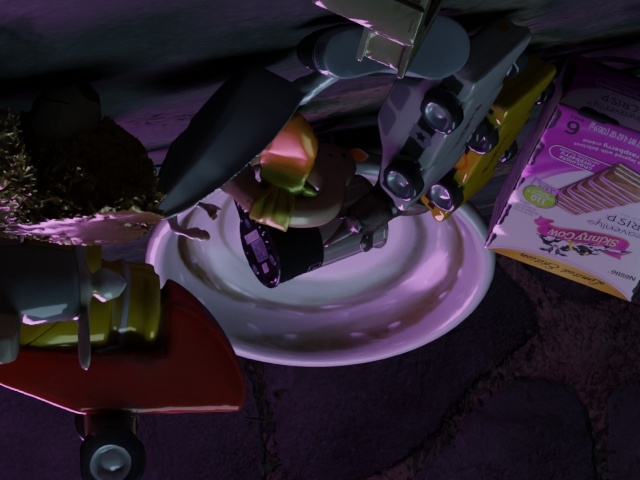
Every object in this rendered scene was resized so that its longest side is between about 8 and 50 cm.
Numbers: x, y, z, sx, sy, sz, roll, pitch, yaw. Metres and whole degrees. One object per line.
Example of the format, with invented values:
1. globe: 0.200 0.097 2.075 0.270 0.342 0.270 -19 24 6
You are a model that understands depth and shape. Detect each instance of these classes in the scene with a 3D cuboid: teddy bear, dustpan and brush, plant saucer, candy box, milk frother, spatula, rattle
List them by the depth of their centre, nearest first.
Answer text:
1. teddy bear: -0.280 -0.059 1.319 0.338 0.113 0.245 -3 169 -3
2. dustpan and brush: -0.041 -0.101 1.423 0.211 0.060 0.147 -47 -165 26
3. spatula: 0.262 -0.162 1.749 0.296 0.030 0.084 -11 176 4
4. candy box: 0.265 -0.054 1.759 0.159 0.071 0.233 20 144 0
5. rattle: -0.006 -0.105 1.856 0.130 0.142 0.200 25 -144 33
6. milk frother: -0.024 -0.040 1.955 0.135 0.143 0.129 -20 -166 -25
7. plant saucer: 0.000 0.000 2.162 0.400 0.100 0.400 0 143 0

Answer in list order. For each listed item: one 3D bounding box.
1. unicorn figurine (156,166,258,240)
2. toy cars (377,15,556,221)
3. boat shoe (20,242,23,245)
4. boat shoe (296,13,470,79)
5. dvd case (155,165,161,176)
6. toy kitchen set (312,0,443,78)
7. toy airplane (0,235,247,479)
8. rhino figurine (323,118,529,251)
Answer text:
1. unicorn figurine: -0.141 -0.051 1.864 0.111 0.060 0.162 30 -153 19
2. toy cars: 0.111 -0.111 1.593 0.176 0.087 0.394 -49 169 6
3. boat shoe: -0.342 0.010 2.000 0.098 0.109 0.302 -6 -175 -4
4. boat shoe: 0.046 -0.141 1.358 0.142 0.049 0.040 -6 -167 -37
5. dvd case: -0.197 -0.065 2.031 0.087 0.013 0.119 -9 177 -25
6. toy kitchen set: 0.041 -0.162 1.156 0.068 0.075 0.083 24 140 6
7. toy airplane: -0.279 0.022 1.608 0.386 0.272 0.384 30 -171 32
8. rhino figurine: 0.097 -0.064 1.885 0.243 0.073 0.106 -39 -179 -15
